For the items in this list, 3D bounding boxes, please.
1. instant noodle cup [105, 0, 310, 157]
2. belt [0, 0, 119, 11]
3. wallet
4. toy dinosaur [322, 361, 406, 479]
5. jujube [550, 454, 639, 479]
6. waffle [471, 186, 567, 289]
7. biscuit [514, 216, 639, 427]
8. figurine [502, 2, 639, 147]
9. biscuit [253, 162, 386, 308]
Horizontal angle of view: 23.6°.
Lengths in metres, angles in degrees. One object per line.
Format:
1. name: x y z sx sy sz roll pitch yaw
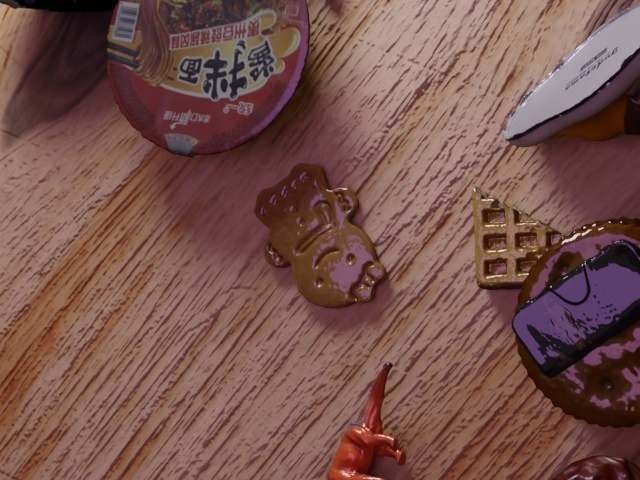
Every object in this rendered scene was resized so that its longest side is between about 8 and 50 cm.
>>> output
1. instant noodle cup: -0.119 -0.227 1.813 0.274 0.091 0.273 -2 84 24
2. belt: -0.325 -0.326 1.882 0.198 0.151 0.078 3 88 27
3. wallet: 0.272 0.068 1.556 0.157 0.018 0.082 -35 86 18
4. toy dinosaur: 0.041 0.267 1.725 0.101 0.055 0.279 21 96 34
5. jujube: 0.297 0.341 1.513 0.232 0.213 0.213 45 104 20
6. waffle: 0.260 -0.007 1.660 0.191 0.032 0.125 -5 80 21
7. biscuit: 0.311 0.085 1.588 0.221 0.066 0.220 3 99 20
8. figurine: 0.328 -0.141 1.612 0.141 0.166 0.250 42 135 -15
9. biscuit: -0.006 0.000 1.780 0.133 0.027 0.184 -25 76 19
